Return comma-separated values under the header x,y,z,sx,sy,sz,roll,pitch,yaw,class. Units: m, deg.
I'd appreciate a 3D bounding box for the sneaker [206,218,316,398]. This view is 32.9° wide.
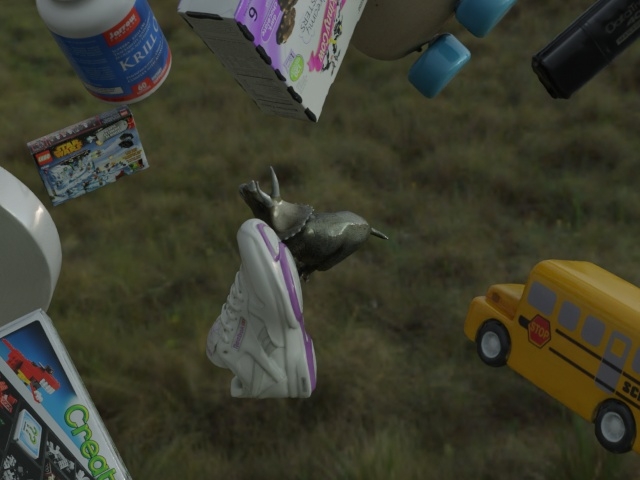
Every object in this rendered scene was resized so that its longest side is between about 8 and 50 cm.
x,y,z,sx,sy,sz,roll,pitch,yaw,class
-0.094,0.111,1.493,0.152,0.305,0.114,-8,34,2,sneaker

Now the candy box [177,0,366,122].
x,y,z,sx,sy,sz,roll,pitch,yaw,class
-0.039,-0.236,1.068,0.070,0.165,0.196,13,-17,28,candy box

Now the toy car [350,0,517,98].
x,y,z,sx,sy,sz,roll,pitch,yaw,class
0.136,-0.330,1.242,0.238,0.219,0.210,-45,-4,-39,toy car

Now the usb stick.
x,y,z,sx,sy,sz,roll,pitch,yaw,class
0.381,-0.285,1.340,0.278,0.077,0.045,-41,25,6,usb stick

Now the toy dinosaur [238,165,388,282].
x,y,z,sx,sy,sz,roll,pitch,yaw,class
0.000,0.000,1.684,0.313,0.121,0.160,12,-29,-31,toy dinosaur

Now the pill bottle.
x,y,z,sx,sy,sz,roll,pitch,yaw,class
-0.270,-0.274,1.320,0.124,0.221,0.124,-5,63,10,pill bottle

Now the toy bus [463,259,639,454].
x,y,z,sx,sy,sz,roll,pitch,yaw,class
0.292,0.115,1.080,0.108,0.130,0.332,3,20,-35,toy bus

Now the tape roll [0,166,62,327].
x,y,z,sx,sy,sz,roll,pitch,yaw,class
-0.580,0.017,1.602,0.391,0.392,0.072,-4,41,8,tape roll

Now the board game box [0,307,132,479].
x,y,z,sx,sy,sz,roll,pitch,yaw,class
-0.230,0.231,0.825,0.193,0.305,0.053,-27,-10,-11,board game box

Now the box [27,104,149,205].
x,y,z,sx,sy,sz,roll,pitch,yaw,class
-0.299,-0.110,1.405,0.137,0.094,0.027,-24,47,-14,box
